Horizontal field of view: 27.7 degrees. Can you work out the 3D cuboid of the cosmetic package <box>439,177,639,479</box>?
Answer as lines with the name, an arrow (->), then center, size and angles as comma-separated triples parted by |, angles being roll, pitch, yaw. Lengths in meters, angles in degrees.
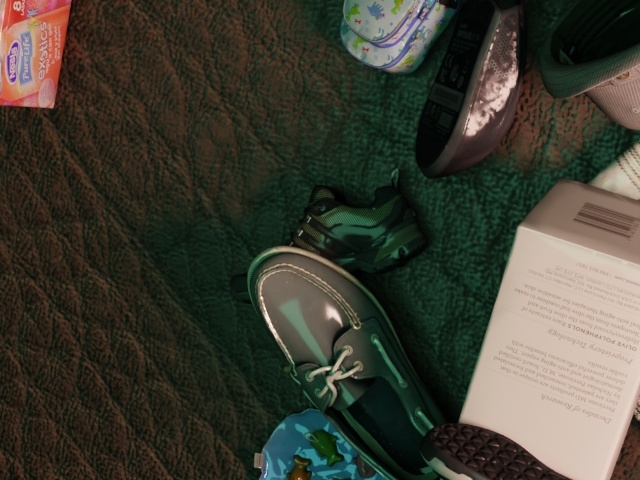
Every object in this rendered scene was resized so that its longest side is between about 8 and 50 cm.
cosmetic package -> 0.232, 0.146, 1.273 | 0.155, 0.197, 0.365 | 19, 114, 16

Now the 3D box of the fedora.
fedora -> 0.346, -0.198, 1.246 | 0.275, 0.243, 0.124 | -27, 115, 39

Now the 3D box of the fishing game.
fishing game -> 0.014, 0.273, 1.471 | 0.189, 0.041, 0.264 | 4, 95, 14

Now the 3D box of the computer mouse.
computer mouse -> 0.180, -0.184, 1.335 | 0.072, 0.188, 0.272 | 16, 105, -18

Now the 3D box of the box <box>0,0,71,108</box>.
box -> -0.465, -0.252, 1.517 | 0.300, 0.154, 0.142 | 14, 99, 17

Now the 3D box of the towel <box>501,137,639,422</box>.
towel -> 0.403, 0.033, 1.321 | 0.324, 0.056, 0.312 | -41, 82, 15

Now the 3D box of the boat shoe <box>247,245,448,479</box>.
boat shoe -> 0.038, 0.141, 1.368 | 0.116, 0.099, 0.319 | -36, 102, 10

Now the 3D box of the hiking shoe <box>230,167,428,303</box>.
hiking shoe -> 0.000, 0.000, 1.438 | 0.227, 0.086, 0.114 | -19, 80, 9

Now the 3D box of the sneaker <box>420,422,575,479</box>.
sneaker -> 0.185, 0.256, 1.171 | 0.235, 0.084, 0.097 | 29, 117, 10

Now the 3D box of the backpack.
backpack -> 0.074, -0.240, 1.380 | 0.105, 0.084, 0.114 | 44, 115, 30
